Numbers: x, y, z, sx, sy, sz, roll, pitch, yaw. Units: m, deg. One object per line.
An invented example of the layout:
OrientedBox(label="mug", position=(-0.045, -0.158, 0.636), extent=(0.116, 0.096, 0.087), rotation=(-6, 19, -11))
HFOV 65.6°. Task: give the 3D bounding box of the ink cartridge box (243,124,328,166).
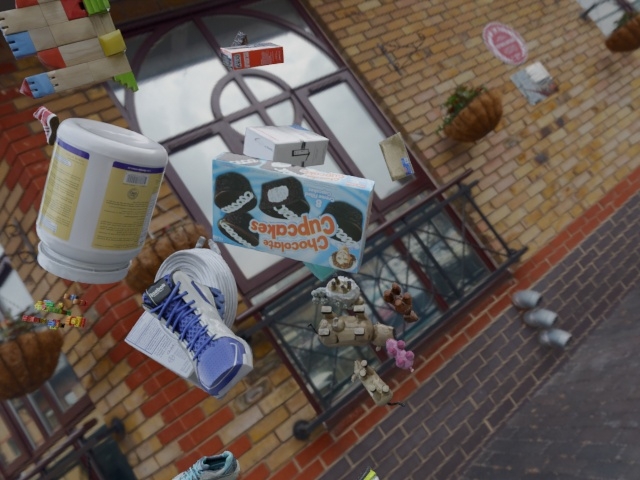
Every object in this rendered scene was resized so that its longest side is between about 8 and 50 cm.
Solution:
OrientedBox(label="ink cartridge box", position=(-0.102, -0.275, 1.454), extent=(0.203, 0.148, 0.086), rotation=(-15, -53, -41))

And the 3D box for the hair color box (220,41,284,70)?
OrientedBox(label="hair color box", position=(-0.204, -0.556, 1.494), extent=(0.167, 0.093, 0.054), rotation=(-19, -54, -25))

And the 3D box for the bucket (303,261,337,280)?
OrientedBox(label="bucket", position=(0.000, 0.000, 1.813), extent=(0.183, 0.281, 0.281), rotation=(-40, -7, -9))

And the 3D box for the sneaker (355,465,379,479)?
OrientedBox(label="sneaker", position=(0.056, 0.588, 0.951), extent=(0.111, 0.121, 0.300), rotation=(-4, -55, -57))

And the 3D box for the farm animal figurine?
OrientedBox(label="farm animal figurine", position=(0.129, 0.286, 1.428), extent=(0.172, 0.326, 0.331), rotation=(68, -140, -56))

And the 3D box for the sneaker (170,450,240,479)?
OrientedBox(label="sneaker", position=(-0.433, 0.826, 1.767), extent=(0.282, 0.110, 0.122), rotation=(-18, -52, -19))

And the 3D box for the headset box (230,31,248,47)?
OrientedBox(label="headset box", position=(-0.292, -0.690, 1.771), extent=(0.083, 0.032, 0.062), rotation=(-63, -2, -7))

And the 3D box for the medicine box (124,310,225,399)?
OrientedBox(label="medicine box", position=(-0.444, 0.372, 1.652), extent=(0.149, 0.289, 0.264), rotation=(-58, -28, -21))

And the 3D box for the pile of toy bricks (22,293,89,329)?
OrientedBox(label="pile of toy bricks", position=(-0.876, 0.228, 1.625), extent=(0.212, 0.118, 0.105), rotation=(3, -15, 17))

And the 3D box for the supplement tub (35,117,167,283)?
OrientedBox(label="supplement tub", position=(-0.514, -0.091, 1.161), extent=(0.241, 0.240, 0.332), rotation=(-16, -50, -68))

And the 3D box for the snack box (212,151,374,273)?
OrientedBox(label="snack box", position=(-0.062, -0.057, 1.012), extent=(0.060, 0.321, 0.187), rotation=(-61, -20, -59))

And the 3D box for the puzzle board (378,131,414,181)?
OrientedBox(label="puzzle board", position=(0.229, -0.249, 1.494), extent=(0.011, 0.128, 0.096), rotation=(-22, 3, -34))

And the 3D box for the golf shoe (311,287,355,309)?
OrientedBox(label="golf shoe", position=(0.060, 0.187, 1.711), extent=(0.176, 0.069, 0.086), rotation=(8, 19, 20))

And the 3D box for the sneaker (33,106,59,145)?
OrientedBox(label="sneaker", position=(-0.790, -0.333, 1.437), extent=(0.042, 0.067, 0.118), rotation=(-45, -8, -43))

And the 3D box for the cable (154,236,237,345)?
OrientedBox(label="cable", position=(-0.327, 0.149, 1.291), extent=(0.257, 0.257, 0.089), rotation=(-49, -25, 19))

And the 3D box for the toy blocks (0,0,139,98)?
OrientedBox(label="toy blocks", position=(-0.651, -0.519, 1.214), extent=(0.260, 0.382, 0.190), rotation=(-25, 21, -22))

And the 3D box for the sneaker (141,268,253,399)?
OrientedBox(label="sneaker", position=(-0.269, 0.166, 1.005), extent=(0.127, 0.315, 0.182), rotation=(-45, -51, 3))
